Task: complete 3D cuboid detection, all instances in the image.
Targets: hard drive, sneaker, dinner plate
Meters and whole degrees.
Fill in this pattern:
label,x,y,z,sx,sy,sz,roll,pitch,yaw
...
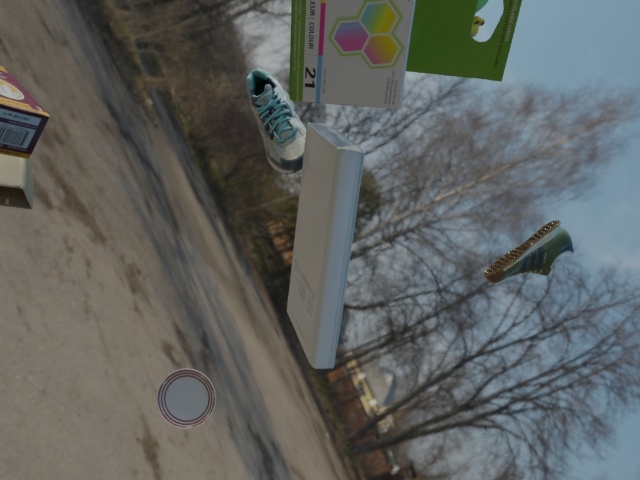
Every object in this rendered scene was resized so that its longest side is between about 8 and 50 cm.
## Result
label,x,y,z,sx,sy,sz,roll,pitch,yaw
hard drive,0.000,0.000,0.999,0.203,0.040,0.308,-125,-140,-66
sneaker,-0.099,-0.255,1.455,0.122,0.110,0.283,53,7,-51
sneaker,0.443,0.047,1.438,0.086,0.192,0.064,51,6,-10
dinner plate,-0.315,0.373,1.625,0.017,0.141,0.141,63,3,-84

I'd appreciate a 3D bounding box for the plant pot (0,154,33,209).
label,x,y,z,sx,sy,sz,roll,pitch,yaw
plant pot,-0.611,-0.129,1.330,0.109,0.109,0.096,124,-28,-66

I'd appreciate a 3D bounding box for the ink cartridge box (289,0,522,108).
label,x,y,z,sx,sy,sz,roll,pitch,yaw
ink cartridge box,0.099,-0.249,0.769,0.097,0.255,0.189,-81,176,-48

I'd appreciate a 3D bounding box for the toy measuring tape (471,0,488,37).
label,x,y,z,sx,sy,sz,roll,pitch,yaw
toy measuring tape,0.251,-0.545,1.311,0.121,0.121,0.330,98,-23,-84

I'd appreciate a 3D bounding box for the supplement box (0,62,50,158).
label,x,y,z,sx,sy,sz,roll,pitch,yaw
supplement box,-0.509,-0.212,1.037,0.188,0.081,0.104,42,18,28
